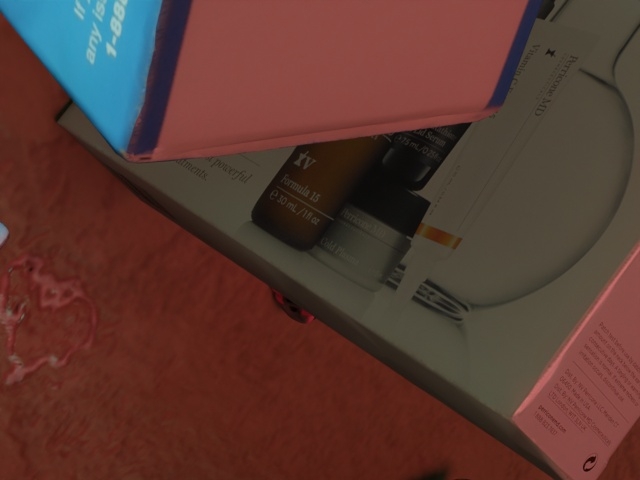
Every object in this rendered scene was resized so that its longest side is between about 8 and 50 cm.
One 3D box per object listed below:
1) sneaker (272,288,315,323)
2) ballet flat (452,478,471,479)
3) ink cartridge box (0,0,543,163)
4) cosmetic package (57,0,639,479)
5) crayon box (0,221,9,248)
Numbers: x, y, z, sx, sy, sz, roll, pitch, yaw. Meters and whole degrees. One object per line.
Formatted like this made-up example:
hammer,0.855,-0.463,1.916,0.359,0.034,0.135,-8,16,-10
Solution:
sneaker,0.000,0.000,1.023,0.057,0.047,0.119,-23,128,-45
ballet flat,0.052,0.247,1.191,0.188,0.070,0.070,-46,135,-17
ink cartridge box,-0.068,-0.257,0.528,0.166,0.395,0.285,-11,133,-36
cosmetic package,0.067,-0.087,0.788,0.284,0.377,0.097,-52,137,-8
crayon box,-0.312,0.057,0.643,0.203,0.083,0.323,45,65,-26
